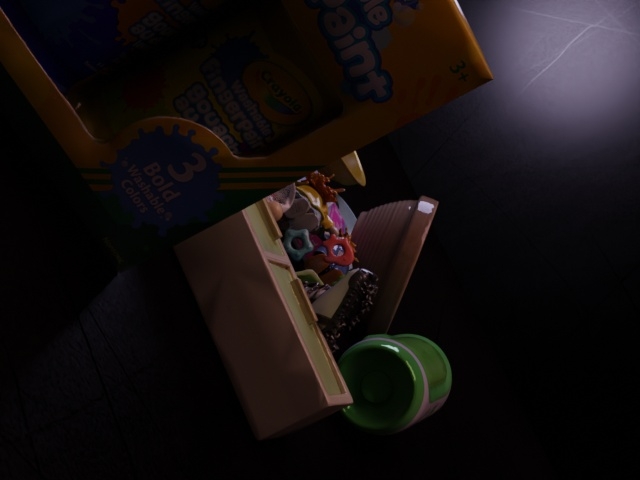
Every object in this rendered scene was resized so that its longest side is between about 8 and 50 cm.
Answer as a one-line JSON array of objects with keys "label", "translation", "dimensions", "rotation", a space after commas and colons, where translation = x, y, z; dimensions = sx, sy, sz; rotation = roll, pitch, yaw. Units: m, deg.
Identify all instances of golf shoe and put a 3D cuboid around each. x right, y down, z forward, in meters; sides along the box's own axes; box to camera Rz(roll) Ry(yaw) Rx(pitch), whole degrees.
[{"label": "golf shoe", "translation": [-0.009, 0.078, 1.347], "dimensions": [0.077, 0.198, 0.094], "rotation": [-29, 73, -42]}]

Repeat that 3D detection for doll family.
[{"label": "doll family", "translation": [0.000, 0.000, 1.636], "dimensions": [0.263, 0.118, 0.163], "rotation": [61, 11, -9]}]

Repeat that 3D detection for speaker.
[{"label": "speaker", "translation": [0.101, 0.190, 1.642], "dimensions": [0.131, 0.131, 0.296], "rotation": [65, 11, 9]}]

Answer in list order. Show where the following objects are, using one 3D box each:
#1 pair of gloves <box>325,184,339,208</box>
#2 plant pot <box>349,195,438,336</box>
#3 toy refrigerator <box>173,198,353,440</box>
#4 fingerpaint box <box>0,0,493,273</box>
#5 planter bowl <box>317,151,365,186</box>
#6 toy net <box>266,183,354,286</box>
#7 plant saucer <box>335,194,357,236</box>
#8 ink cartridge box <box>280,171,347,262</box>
[{"label": "pair of gloves", "translation": [-0.003, -0.070, 1.978], "dimensions": [0.083, 0.010, 0.074], "rotation": [16, 38, -35]}, {"label": "plant pot", "translation": [0.091, 0.031, 1.885], "dimensions": [0.109, 0.237, 0.237], "rotation": [21, 12, 3]}, {"label": "toy refrigerator", "translation": [-0.065, 0.063, 1.258], "dimensions": [0.270, 0.094, 0.102], "rotation": [65, 11, 13]}, {"label": "fingerpaint box", "translation": [-0.125, -0.250, 0.999], "dimensions": [0.445, 0.371, 0.163], "rotation": [59, 12, -25]}, {"label": "planter bowl", "translation": [-0.013, -0.169, 2.052], "dimensions": [0.217, 0.090, 0.217], "rotation": [60, 11, -19]}, {"label": "toy net", "translation": [-0.032, -0.012, 1.512], "dimensions": [0.045, 0.122, 0.232], "rotation": [131, -63, -80]}, {"label": "plant saucer", "translation": [0.053, 0.015, 2.064], "dimensions": [0.195, 0.037, 0.195], "rotation": [58, 11, -19]}, {"label": "ink cartridge box", "translation": [-0.057, -0.116, 1.812], "dimensions": [0.311, 0.065, 0.186], "rotation": [59, 11, -12]}]
